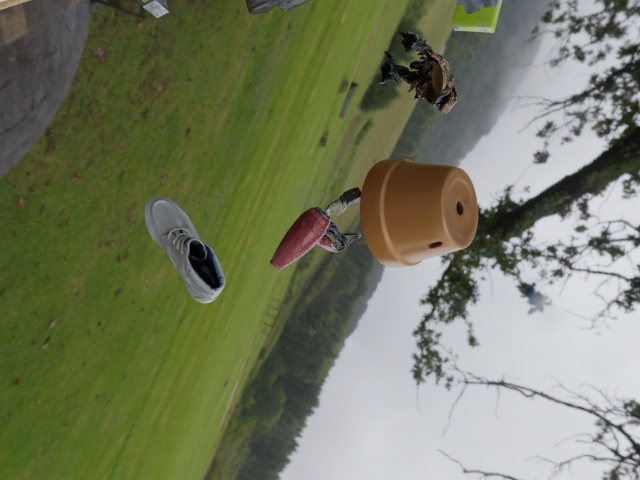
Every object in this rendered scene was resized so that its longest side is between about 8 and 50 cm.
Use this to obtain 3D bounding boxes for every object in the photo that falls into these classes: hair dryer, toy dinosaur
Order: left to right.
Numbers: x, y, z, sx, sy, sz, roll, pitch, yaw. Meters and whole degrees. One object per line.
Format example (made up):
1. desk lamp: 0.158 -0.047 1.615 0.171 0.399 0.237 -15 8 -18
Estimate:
1. hair dryer: 0.000 0.000 1.382 0.294 0.080 0.223 -24 139 -23
2. toy dinosaur: 0.297 -0.489 1.531 0.164 0.219 0.322 -62 -154 23

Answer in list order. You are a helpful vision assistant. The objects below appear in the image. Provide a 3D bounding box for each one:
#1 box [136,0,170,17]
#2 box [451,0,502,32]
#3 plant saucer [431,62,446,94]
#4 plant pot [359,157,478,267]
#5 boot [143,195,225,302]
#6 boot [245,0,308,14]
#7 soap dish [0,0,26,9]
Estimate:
1. box: -0.420 -0.625 1.171 0.191 0.045 0.184 23 55 -65
2. box: 0.420 -0.639 1.378 0.042 0.109 0.178 6 98 -65
3. plant saucer: 0.319 -0.434 1.413 0.083 0.015 0.083 172 -90 -82
4. plant pot: 0.265 -0.076 1.343 0.291 0.204 0.290 4 85 -49
5. boot: -0.277 0.005 1.104 0.095 0.258 0.123 -32 179 -30
6. boot: -0.104 -0.595 1.078 0.263 0.091 0.228 -37 110 -49
7. soap dish: -0.682 -0.487 0.896 0.291 0.118 0.228 -39 127 -31
